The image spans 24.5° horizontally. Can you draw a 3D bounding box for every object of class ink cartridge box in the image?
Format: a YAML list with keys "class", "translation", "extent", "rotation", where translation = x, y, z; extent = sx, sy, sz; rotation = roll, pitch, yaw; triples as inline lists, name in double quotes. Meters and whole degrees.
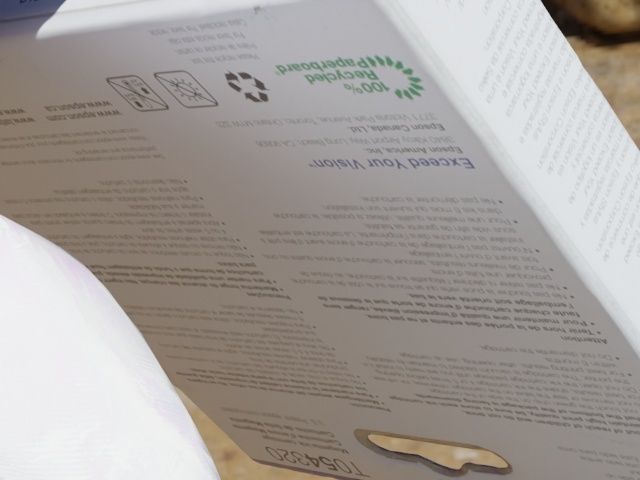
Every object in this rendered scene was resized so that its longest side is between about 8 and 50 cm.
- class: "ink cartridge box"
  translation: [0.000, 0.000, 0.633]
  extent: [0.324, 0.330, 0.071]
  rotation: [1, 53, 44]

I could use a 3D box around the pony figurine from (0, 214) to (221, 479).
- class: "pony figurine"
  translation: [-0.208, -0.027, 0.407]
  extent: [0.363, 0.303, 0.351]
  rotation: [-35, 40, 10]
